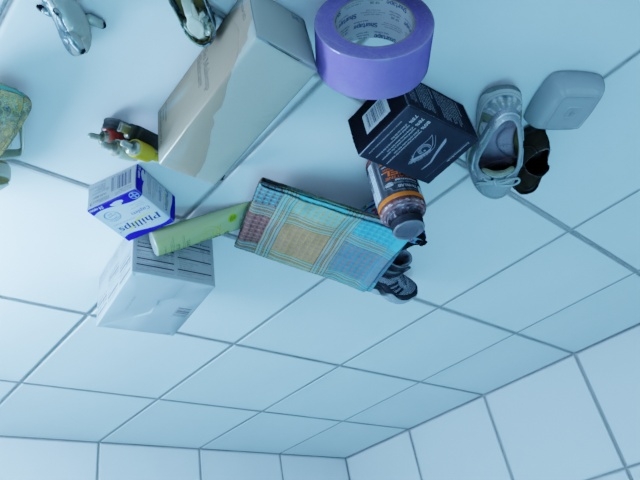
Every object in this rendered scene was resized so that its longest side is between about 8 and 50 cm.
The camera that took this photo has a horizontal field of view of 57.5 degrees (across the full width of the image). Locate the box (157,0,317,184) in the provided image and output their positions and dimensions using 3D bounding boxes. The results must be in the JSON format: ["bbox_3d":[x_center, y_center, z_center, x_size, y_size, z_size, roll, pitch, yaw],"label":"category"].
[{"bbox_3d":[-0.153,-0.254,1.003,0.121,0.148,0.311,19,134,-36],"label":"box"}]

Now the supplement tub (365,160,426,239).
[{"bbox_3d":[0.169,-0.099,1.273,0.106,0.198,0.106,-9,146,-6],"label":"supplement tub"}]

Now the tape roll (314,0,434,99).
[{"bbox_3d":[0.085,-0.319,0.938,0.189,0.189,0.080,-9,147,-4],"label":"tape roll"}]

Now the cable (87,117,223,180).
[{"bbox_3d":[-0.314,-0.162,1.129,0.139,0.072,0.287,21,178,33],"label":"cable"}]

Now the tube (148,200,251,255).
[{"bbox_3d":[-0.270,-0.029,1.345,0.240,0.062,0.070,-20,-169,-25],"label":"tube"}]

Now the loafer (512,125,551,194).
[{"bbox_3d":[0.492,-0.171,1.373,0.080,0.078,0.220,-15,146,4],"label":"loafer"}]

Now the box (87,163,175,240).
[{"bbox_3d":[-0.400,-0.078,1.244,0.126,0.072,0.137,-21,145,15],"label":"box"}]

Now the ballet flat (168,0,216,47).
[{"bbox_3d":[-0.205,-0.374,0.884,0.070,0.070,0.188,-17,145,8],"label":"ballet flat"}]

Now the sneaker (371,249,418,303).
[{"bbox_3d":[0.218,0.093,1.650,0.268,0.101,0.153,23,136,-36],"label":"sneaker"}]

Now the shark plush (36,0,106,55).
[{"bbox_3d":[-0.403,-0.343,0.880,0.067,0.073,0.161,7,160,28],"label":"shark plush"}]

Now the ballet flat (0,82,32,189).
[{"bbox_3d":[-0.606,-0.150,1.052,0.123,0.123,0.348,15,137,-34],"label":"ballet flat"}]

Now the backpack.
[{"bbox_3d":[0.159,-0.045,1.420,0.158,0.117,0.173,-23,142,15],"label":"backpack"}]

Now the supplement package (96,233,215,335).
[{"bbox_3d":[-0.407,0.102,1.437,0.204,0.145,0.262,14,139,-32],"label":"supplement package"}]

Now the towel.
[{"bbox_3d":[0.000,0.000,1.376,0.370,0.040,0.271,18,141,-10],"label":"towel"}]

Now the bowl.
[{"bbox_3d":[0.524,-0.288,1.239,0.142,0.053,0.142,-2,143,-16],"label":"bowl"}]

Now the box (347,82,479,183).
[{"bbox_3d":[0.187,-0.223,1.180,0.207,0.108,0.153,16,137,-35],"label":"box"}]

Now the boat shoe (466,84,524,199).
[{"bbox_3d":[0.388,-0.190,1.278,0.118,0.103,0.320,-1,145,7],"label":"boat shoe"}]
